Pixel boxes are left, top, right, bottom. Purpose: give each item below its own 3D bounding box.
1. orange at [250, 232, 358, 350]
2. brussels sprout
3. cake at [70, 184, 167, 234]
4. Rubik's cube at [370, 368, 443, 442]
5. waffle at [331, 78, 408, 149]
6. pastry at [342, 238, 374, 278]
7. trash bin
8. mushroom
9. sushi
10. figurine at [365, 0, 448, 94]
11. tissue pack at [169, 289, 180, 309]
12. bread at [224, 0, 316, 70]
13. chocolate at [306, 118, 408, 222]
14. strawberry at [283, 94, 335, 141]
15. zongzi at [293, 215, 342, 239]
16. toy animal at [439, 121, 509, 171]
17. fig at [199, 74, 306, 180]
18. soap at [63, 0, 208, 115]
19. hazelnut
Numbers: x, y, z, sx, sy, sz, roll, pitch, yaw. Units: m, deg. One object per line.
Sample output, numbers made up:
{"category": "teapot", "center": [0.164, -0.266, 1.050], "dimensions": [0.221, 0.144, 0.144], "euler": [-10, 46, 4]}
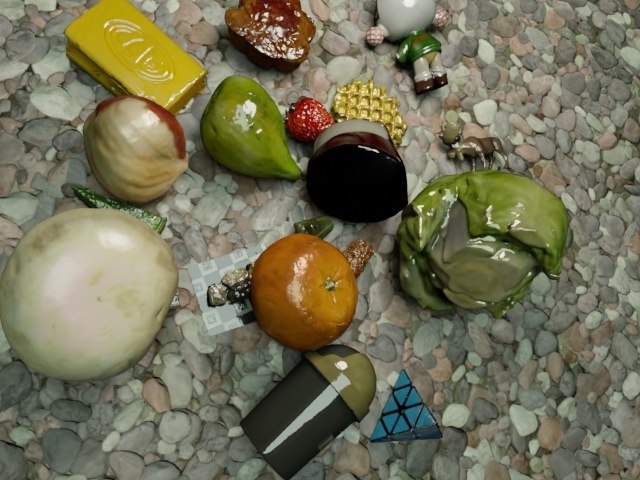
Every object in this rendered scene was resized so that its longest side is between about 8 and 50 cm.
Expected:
{"category": "orange", "center": [-0.042, 0.124, 1.316], "dimensions": [0.283, 0.226, 0.284], "euler": [20, 61, -41]}
{"category": "brussels sprout", "center": [0.424, -0.017, 1.445], "dimensions": [0.424, 0.343, 0.361], "euler": [0, 34, 15]}
{"category": "cake", "center": [-0.501, -0.049, 1.303], "dimensions": [0.235, 0.100, 0.099], "euler": [22, 74, -11]}
{"category": "Rubik's cube", "center": [0.223, 0.503, 1.418], "dimensions": [0.178, 0.211, 0.191], "euler": [-32, 113, 2]}
{"category": "waffle", "center": [0.132, -0.349, 1.571], "dimensions": [0.253, 0.056, 0.249], "euler": [40, 71, -7]}
{"category": "pastry", "center": [0.086, 0.065, 1.466], "dimensions": [0.087, 0.063, 0.169], "euler": [37, 70, -8]}
{"category": "trash bin", "center": [-0.013, 0.388, 1.298], "dimensions": [0.333, 0.214, 0.214], "euler": [-40, 91, -11]}
{"category": "mushroom", "center": [-0.464, 0.114, 1.139], "dimensions": [0.324, 0.353, 0.354], "euler": [-9, 81, -6]}
{"category": "sushi", "center": [-0.207, 0.122, 1.377], "dimensions": [0.215, 0.050, 0.192], "euler": [-17, 84, -18]}
{"category": "figurine", "center": [0.278, -0.629, 1.618], "dimensions": [0.281, 0.167, 0.370], "euler": [-20, 93, -14]}
{"category": "tissue pack", "center": [-0.392, 0.145, 1.309], "dimensions": [0.094, 0.074, 0.059], "euler": [-10, 88, -19]}
{"category": "bread", "center": [-0.129, -0.592, 1.505], "dimensions": [0.246, 0.135, 0.232], "euler": [32, 72, -7]}
{"category": "chocolate", "center": [0.101, -0.202, 1.424], "dimensions": [0.283, 0.284, 0.186], "euler": [21, 51, -11]}
{"category": "strawberry", "center": [-0.029, -0.321, 1.485], "dimensions": [0.131, 0.131, 0.148], "euler": [-48, 112, -19]}
{"category": "zongzi", "center": [0.000, 0.000, 1.475], "dimensions": [0.154, 0.062, 0.131], "euler": [-17, 106, -34]}
{"category": "toy animal", "center": [0.458, -0.283, 1.640], "dimensions": [0.214, 0.093, 0.186], "euler": [-13, 87, -25]}
{"category": "fig", "center": [-0.161, -0.266, 1.379], "dimensions": [0.314, 0.233, 0.233], "euler": [34, 72, -1]}
{"category": "soap", "center": [-0.475, -0.464, 1.400], "dimensions": [0.324, 0.096, 0.204], "euler": [40, 71, -5]}
{"category": "hazelnut", "center": [-0.432, -0.217, 1.281], "dimensions": [0.241, 0.261, 0.261], "euler": [14, 73, -39]}
